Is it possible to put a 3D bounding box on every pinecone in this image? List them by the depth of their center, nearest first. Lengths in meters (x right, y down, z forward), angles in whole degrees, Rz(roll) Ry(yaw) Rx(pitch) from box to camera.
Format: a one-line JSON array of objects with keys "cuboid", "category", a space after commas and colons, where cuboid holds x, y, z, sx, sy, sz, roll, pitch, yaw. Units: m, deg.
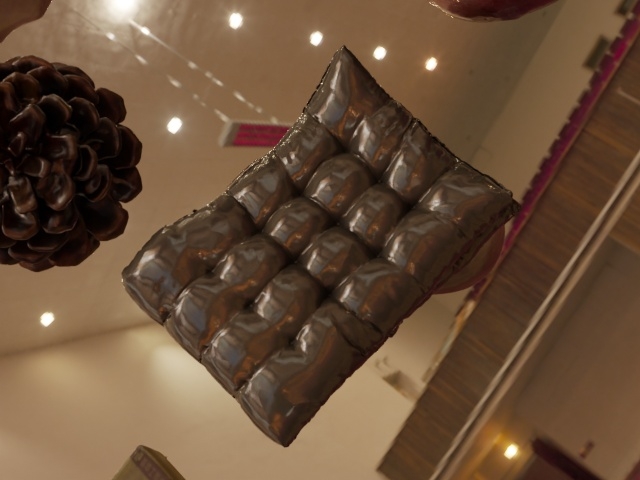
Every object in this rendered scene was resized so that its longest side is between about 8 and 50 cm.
[{"cuboid": [-0.308, -0.081, 0.927, 0.246, 0.246, 0.292, -50, 11, -5], "category": "pinecone"}]

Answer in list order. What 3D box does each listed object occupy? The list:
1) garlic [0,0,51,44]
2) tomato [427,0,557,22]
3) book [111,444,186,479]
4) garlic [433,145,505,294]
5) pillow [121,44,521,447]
[{"cuboid": [-0.490, -0.452, 1.224, 0.246, 0.339, 0.231, -21, -9, -27], "category": "garlic"}, {"cuboid": [0.226, -0.393, 1.098, 0.270, 0.270, 0.227, 1, -98, -61], "category": "tomato"}, {"cuboid": [-0.109, 0.237, 0.411, 0.231, 0.161, 0.026, -53, -38, -4], "category": "book"}, {"cuboid": [0.174, -0.039, 1.445, 0.325, 0.279, 0.132, -58, -5, -21], "category": "garlic"}, {"cuboid": [0.000, 0.000, 0.819, 0.326, 0.228, 0.101, -45, -14, -8], "category": "pillow"}]
